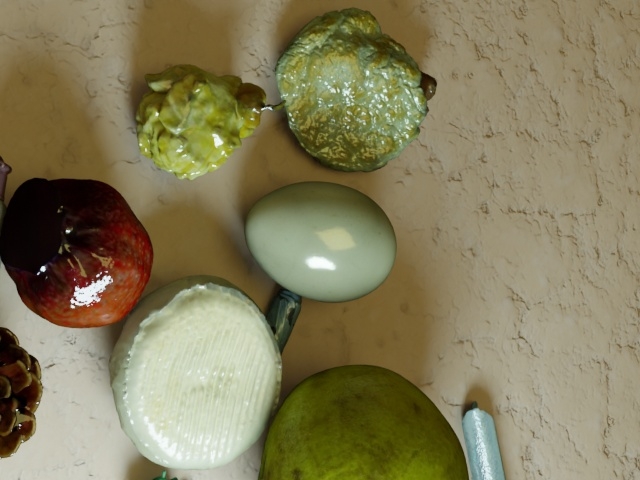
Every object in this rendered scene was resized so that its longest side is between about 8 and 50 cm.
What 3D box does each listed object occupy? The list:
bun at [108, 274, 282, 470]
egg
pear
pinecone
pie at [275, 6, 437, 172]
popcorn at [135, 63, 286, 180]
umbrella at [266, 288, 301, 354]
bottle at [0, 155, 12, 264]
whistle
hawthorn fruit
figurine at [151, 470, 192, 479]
[{"bbox_3d":[-0.194,0.198,1.745,0.287,0.146,0.287,0,89,-32],"label":"bun"},{"bbox_3d":[0.000,0.000,1.854,0.253,0.188,0.189,15,79,-25],"label":"egg"},{"bbox_3d":[0.060,0.370,1.757,0.352,0.352,0.413,59,22,-14],"label":"pear"},{"bbox_3d":[-0.467,0.205,1.551,0.207,0.207,0.208,3,85,-31],"label":"pinecone"},{"bbox_3d":[0.052,-0.246,1.957,0.274,0.105,0.257,43,75,-21],"label":"pie"},{"bbox_3d":[-0.177,-0.180,1.779,0.195,0.173,0.168,-2,74,-37],"label":"popcorn"},{"bbox_3d":[-0.087,0.194,1.864,0.052,0.053,0.250,30,71,-27],"label":"umbrella"},{"bbox_3d":[-0.486,-0.013,1.601,0.110,0.110,0.233,11,81,-31],"label":"bottle"},{"bbox_3d":[0.303,0.442,2.083,0.062,0.062,0.312,-13,93,-32],"label":"whistle"},{"bbox_3d":[-0.335,0.026,1.641,0.215,0.250,0.215,0,74,1],"label":"hawthorn fruit"},{"bbox_3d":[-0.249,0.438,1.729,0.102,0.111,0.195,19,79,-11],"label":"figurine"}]
